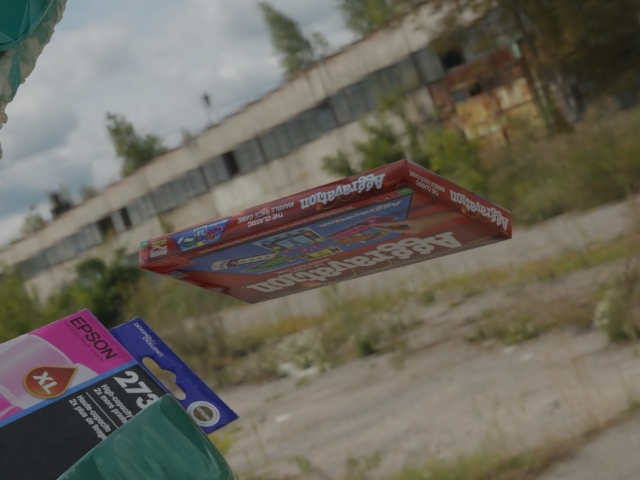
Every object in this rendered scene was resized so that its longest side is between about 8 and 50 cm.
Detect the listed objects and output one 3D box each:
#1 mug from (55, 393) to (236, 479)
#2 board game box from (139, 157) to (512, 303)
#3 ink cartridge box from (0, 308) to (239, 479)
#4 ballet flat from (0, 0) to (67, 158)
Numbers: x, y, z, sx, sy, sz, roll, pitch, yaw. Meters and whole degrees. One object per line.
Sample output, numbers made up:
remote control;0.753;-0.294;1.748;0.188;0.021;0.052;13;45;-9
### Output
mug;-0.126;0.187;0.928;0.129;0.097;0.158;-36;-7;-46
board game box;0.000;0.000;1.133;0.281;0.027;0.145;-16;-24;37
ink cartridge box;-0.263;0.174;1.356;0.371;0.176;0.069;-22;-36;-43
ballet flat;-0.275;-0.107;0.926;0.147;0.408;0.147;13;-24;6
